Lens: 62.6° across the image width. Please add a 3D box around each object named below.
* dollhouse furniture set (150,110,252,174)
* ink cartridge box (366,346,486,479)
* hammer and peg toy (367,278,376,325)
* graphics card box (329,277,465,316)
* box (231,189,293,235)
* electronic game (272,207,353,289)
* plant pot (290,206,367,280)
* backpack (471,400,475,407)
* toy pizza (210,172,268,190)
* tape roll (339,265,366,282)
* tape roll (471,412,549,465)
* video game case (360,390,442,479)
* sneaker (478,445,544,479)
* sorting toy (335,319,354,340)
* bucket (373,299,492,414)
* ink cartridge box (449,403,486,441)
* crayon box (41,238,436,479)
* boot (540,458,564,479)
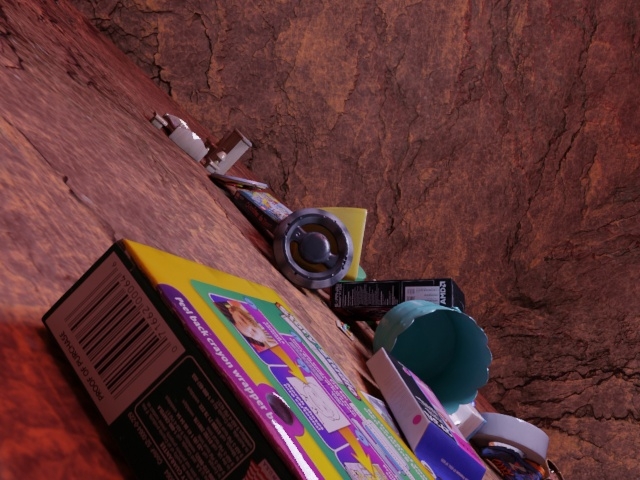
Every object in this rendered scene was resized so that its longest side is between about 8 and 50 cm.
[{"bbox_3d":[-0.444,-0.420,1.905,0.355,0.174,0.303,42,5,-39],"label":"dollhouse furniture set"},{"bbox_3d":[0.213,0.368,1.055,0.176,0.069,0.371,43,7,-19],"label":"ink cartridge box"},{"bbox_3d":[0.287,0.328,1.999,0.361,0.127,0.266,51,7,32],"label":"hammer and peg toy"},{"bbox_3d":[0.238,0.186,1.605,0.233,0.371,0.094,39,50,-61],"label":"graphics card box"},{"bbox_3d":[-0.159,-0.086,1.735,0.233,0.044,0.159,38,21,28],"label":"box"},{"bbox_3d":[-0.018,0.021,1.445,0.229,0.229,0.048,44,-22,-3],"label":"electronic game"},{"bbox_3d":[0.000,0.000,1.577,0.187,0.212,0.212,12,-8,-17],"label":"plant pot"},{"bbox_3d":[0.444,0.533,1.700,0.098,0.101,0.120,52,2,9],"label":"backpack"},{"bbox_3d":[-0.279,-0.195,1.798,0.201,0.032,0.201,12,3,-1],"label":"toy pizza"},{"bbox_3d":[0.011,0.062,1.859,0.321,0.077,0.321,35,10,-7],"label":"tape roll"},{"bbox_3d":[0.583,0.614,1.624,0.219,0.072,0.219,19,-30,12],"label":"tape roll"},{"bbox_3d":[0.157,0.373,0.997,0.190,0.022,0.173,40,6,-47],"label":"video game case"},{"bbox_3d":[0.573,0.683,1.579,0.221,0.087,0.083,29,-30,-4],"label":"sneaker"},{"bbox_3d":[0.068,0.243,1.467,0.062,0.012,0.083,44,5,-9],"label":"sorting toy"},{"bbox_3d":[0.273,0.288,1.347,0.281,0.281,0.183,44,-1,-12],"label":"bucket"},{"bbox_3d":[0.409,0.517,1.554,0.143,0.090,0.092,41,6,-46],"label":"ink cartridge box"},{"bbox_3d":[-0.029,0.184,0.492,0.363,0.106,0.313,47,4,22],"label":"crayon box"},{"bbox_3d":[0.678,0.728,1.674,0.197,0.073,0.152,50,-38,30],"label":"boot"}]
